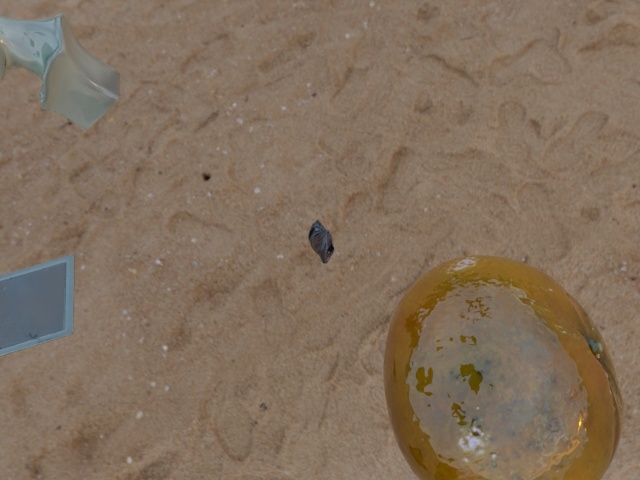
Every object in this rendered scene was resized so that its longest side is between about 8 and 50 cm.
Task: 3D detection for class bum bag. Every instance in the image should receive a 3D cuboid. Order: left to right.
[{"bbox_3d":[-0.001,0.000,1.082,0.034,0.058,0.124,4,15,-18],"label":"bum bag"}]

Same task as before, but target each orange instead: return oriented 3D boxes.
[{"bbox_3d":[0.163,0.125,0.513,0.171,0.240,0.240,-27,51,35],"label":"orange"}]

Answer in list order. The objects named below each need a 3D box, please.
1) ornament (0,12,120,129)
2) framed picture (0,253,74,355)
[{"bbox_3d":[-0.384,-0.243,0.726,0.120,0.285,0.130,-49,54,25],"label":"ornament"},{"bbox_3d":[-0.627,0.147,1.142,0.296,0.019,0.232,-16,43,-8],"label":"framed picture"}]
